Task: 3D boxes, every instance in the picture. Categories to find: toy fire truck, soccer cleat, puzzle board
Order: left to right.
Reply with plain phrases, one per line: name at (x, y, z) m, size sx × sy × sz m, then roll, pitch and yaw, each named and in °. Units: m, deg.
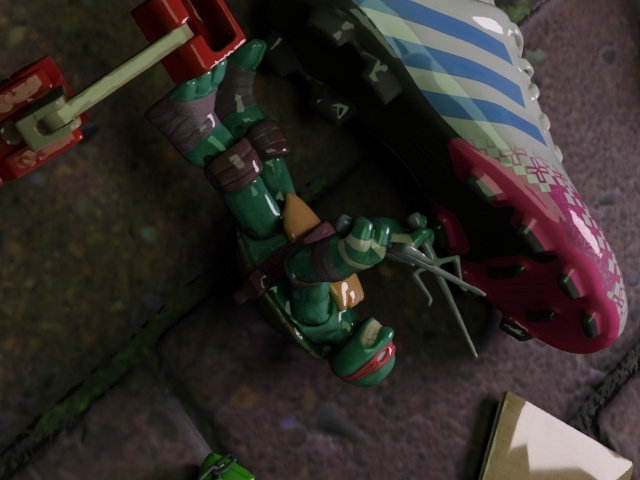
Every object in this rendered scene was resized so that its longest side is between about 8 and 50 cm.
toy fire truck at (-0.143, -0.063, 0.856) m, size 0.192 × 0.135 × 0.047 m, roll -42°, pitch 107°, yaw -34°
soccer cleat at (0.106, -0.074, 1.057) m, size 0.331 × 0.116 × 0.143 m, roll 48°, pitch 58°, yaw -20°
puzzle board at (0.154, 0.170, 1.120) m, size 0.128 × 0.011 × 0.096 m, roll 30°, pitch 67°, yaw -29°

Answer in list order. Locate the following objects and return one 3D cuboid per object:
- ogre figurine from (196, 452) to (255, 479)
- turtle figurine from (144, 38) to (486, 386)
ogre figurine at (-0.022, 0.224, 0.923) m, size 0.118 × 0.097 × 0.197 m, roll -42°, pitch 105°, yaw -33°
turtle figurine at (0.000, 0.000, 0.954) m, size 0.118 × 0.175 × 0.234 m, roll -36°, pitch 94°, yaw 5°
